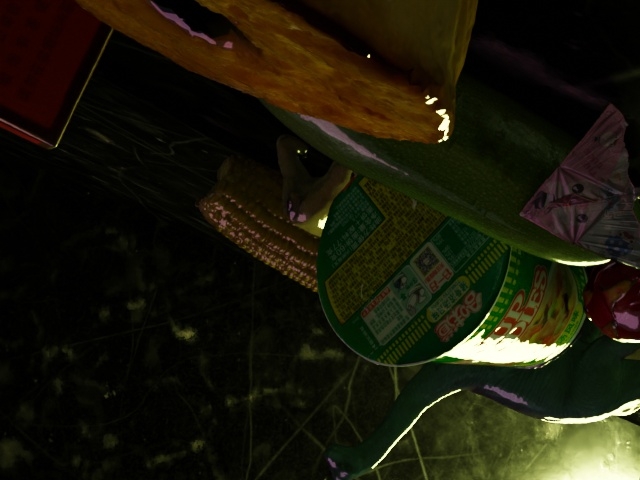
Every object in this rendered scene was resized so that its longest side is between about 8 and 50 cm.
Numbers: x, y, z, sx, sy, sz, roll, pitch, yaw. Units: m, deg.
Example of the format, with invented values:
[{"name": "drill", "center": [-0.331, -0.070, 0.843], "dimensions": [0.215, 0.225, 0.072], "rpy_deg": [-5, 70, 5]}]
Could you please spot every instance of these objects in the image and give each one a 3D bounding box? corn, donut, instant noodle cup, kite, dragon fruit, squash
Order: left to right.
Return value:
[{"name": "donut", "center": [-0.048, -0.155, 0.580], "dimensions": [0.303, 0.110, 0.303], "rpy_deg": [25, 176, 2]}, {"name": "corn", "center": [0.000, 0.000, 1.557], "dimensions": [0.344, 0.131, 0.131], "rpy_deg": [28, 173, -11]}, {"name": "squash", "center": [0.072, -0.078, 0.800], "dimensions": [0.378, 0.101, 0.101], "rpy_deg": [29, 172, -20]}, {"name": "instant noodle cup", "center": [0.144, 0.032, 1.102], "dimensions": [0.207, 0.207, 0.232], "rpy_deg": [19, 180, 40]}, {"name": "kite", "center": [0.207, -0.034, 0.767], "dimensions": [0.152, 0.005, 0.137], "rpy_deg": [-13, 124, 13]}, {"name": "dragon fruit", "center": [0.285, 0.038, 1.015], "dimensions": [0.094, 0.094, 0.190], "rpy_deg": [23, 162, 8]}]

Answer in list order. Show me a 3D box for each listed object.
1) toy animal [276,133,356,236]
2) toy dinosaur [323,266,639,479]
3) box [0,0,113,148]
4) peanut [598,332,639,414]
[{"name": "toy animal", "center": [0.033, -0.028, 1.308], "dimensions": [0.103, 0.101, 0.218], "rpy_deg": [15, 169, 47]}, {"name": "toy dinosaur", "center": [0.234, 0.188, 1.291], "dimensions": [0.383, 0.331, 0.129], "rpy_deg": [27, 175, -9]}, {"name": "box", "center": [-0.299, -0.195, 0.962], "dimensions": [0.239, 0.153, 0.074], "rpy_deg": [26, 178, -17]}, {"name": "peanut", "center": [0.300, 0.148, 1.516], "dimensions": [0.291, 0.159, 0.143], "rpy_deg": [19, -163, 36]}]
